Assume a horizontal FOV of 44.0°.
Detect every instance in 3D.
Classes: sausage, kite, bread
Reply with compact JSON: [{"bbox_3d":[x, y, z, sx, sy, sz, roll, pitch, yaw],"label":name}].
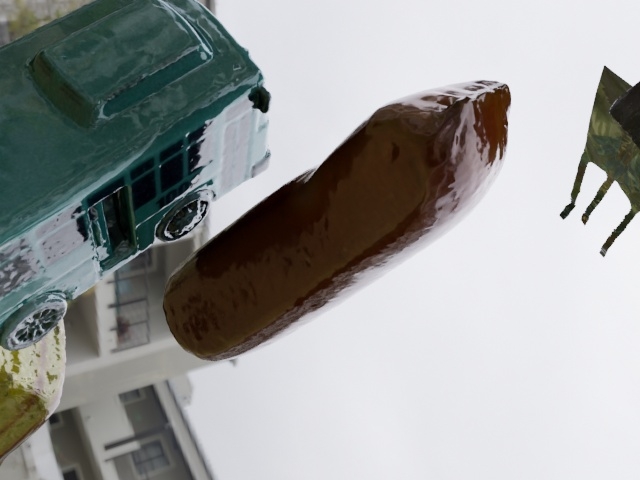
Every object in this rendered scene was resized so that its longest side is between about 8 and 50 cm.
[{"bbox_3d":[0.000,0.000,0.480,0.300,0.089,0.083,-34,-105,45],"label":"sausage"},{"bbox_3d":[0.397,-0.076,1.062,0.169,0.015,0.309,56,-16,32],"label":"kite"},{"bbox_3d":[-0.369,0.154,0.831,0.234,0.111,0.184,-39,-138,21],"label":"bread"}]

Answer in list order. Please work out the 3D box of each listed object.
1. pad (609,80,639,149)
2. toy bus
[{"bbox_3d":[0.345,-0.146,0.480,0.330,0.004,0.220,-42,-153,23],"label":"pad"},{"bbox_3d":[-0.154,-0.050,0.487,0.128,0.256,0.147,45,-25,15],"label":"toy bus"}]
